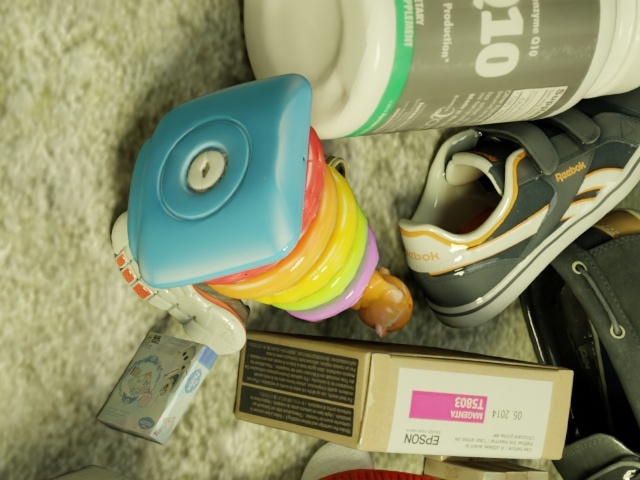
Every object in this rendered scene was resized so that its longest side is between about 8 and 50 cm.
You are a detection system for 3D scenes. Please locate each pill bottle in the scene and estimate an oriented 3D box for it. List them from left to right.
[{"bbox_3d":[0.131,-0.203,1.737,0.361,0.204,0.204,-9,99,-35],"label":"pill bottle"}]

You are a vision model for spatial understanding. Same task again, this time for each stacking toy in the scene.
[{"bbox_3d":[-0.011,0.004,1.665,0.302,0.166,0.175,36,49,-47],"label":"stacking toy"}]

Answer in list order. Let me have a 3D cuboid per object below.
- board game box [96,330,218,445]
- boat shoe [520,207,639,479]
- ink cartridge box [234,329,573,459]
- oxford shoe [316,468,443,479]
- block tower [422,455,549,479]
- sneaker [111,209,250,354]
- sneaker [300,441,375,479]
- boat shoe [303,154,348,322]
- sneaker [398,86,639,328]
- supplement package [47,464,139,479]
[{"bbox_3d":[-0.138,0.124,1.646,0.020,0.090,0.090,42,71,-32],"label":"board game box"},{"bbox_3d":[0.297,0.217,1.879,0.156,0.187,0.500,-6,80,-27],"label":"boat shoe"},{"bbox_3d":[0.073,0.137,1.735,0.235,0.193,0.088,8,89,-35],"label":"ink cartridge box"},{"bbox_3d":[0.007,0.267,1.717,0.271,0.097,0.098,-7,109,2],"label":"oxford shoe"},{"bbox_3d":[0.139,0.363,1.866,0.091,0.097,0.335,7,89,-37],"label":"block tower"},{"bbox_3d":[-0.118,0.028,1.684,0.158,0.061,0.065,52,34,-20],"label":"sneaker"},{"bbox_3d":[0.033,0.306,1.806,0.126,0.091,0.240,30,57,-69],"label":"sneaker"},{"bbox_3d":[0.002,-0.001,1.759,0.056,0.048,0.153,3,92,-36],"label":"boat shoe"},{"bbox_3d":[0.202,-0.068,1.849,0.321,0.126,0.127,-46,124,-21],"label":"sneaker"},{"bbox_3d":[-0.164,0.279,1.548,0.134,0.244,0.139,-16,104,-33],"label":"supplement package"}]
